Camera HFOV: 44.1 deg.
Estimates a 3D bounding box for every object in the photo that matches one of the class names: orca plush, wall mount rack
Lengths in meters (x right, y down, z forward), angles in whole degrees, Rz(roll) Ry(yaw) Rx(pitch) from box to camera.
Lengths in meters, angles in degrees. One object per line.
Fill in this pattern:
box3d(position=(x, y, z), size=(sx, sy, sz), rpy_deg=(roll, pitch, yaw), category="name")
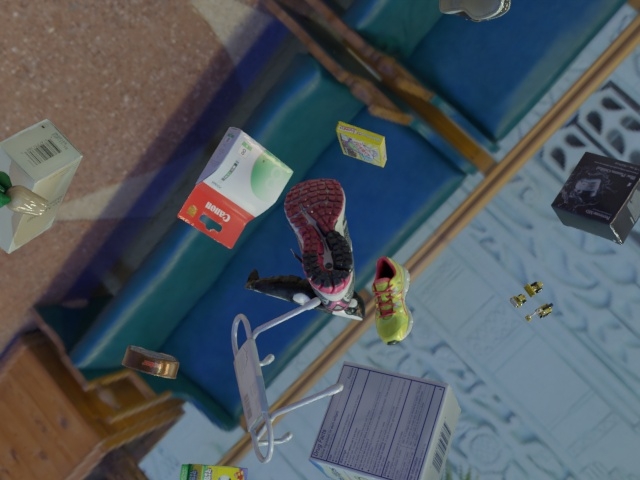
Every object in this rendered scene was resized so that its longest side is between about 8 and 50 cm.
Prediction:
box3d(position=(-0.026, 0.100, 1.850), size=(0.151, 0.287, 0.102), rpy_deg=(17, 89, -74), category="orca plush")
box3d(position=(-0.088, 0.294, 1.734), size=(0.130, 0.350, 0.304), rpy_deg=(1, 146, -27), category="wall mount rack")

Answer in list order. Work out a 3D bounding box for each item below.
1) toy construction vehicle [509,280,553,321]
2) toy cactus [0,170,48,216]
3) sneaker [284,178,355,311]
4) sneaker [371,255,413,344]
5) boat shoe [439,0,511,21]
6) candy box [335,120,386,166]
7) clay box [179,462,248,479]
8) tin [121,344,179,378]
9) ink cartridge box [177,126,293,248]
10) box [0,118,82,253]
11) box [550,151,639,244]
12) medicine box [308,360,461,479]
box3d(position=(0.503, 0.141, 1.862), size=(0.098, 0.086, 0.035), rpy_deg=(-20, 155, -24), category="toy construction vehicle")
box3d(position=(-0.594, -0.082, 1.439), size=(0.112, 0.180, 0.219), rpy_deg=(-65, -158, 5), category="toy cactus")
box3d(position=(0.000, 0.000, 1.519), size=(0.120, 0.299, 0.112), rpy_deg=(-10, 140, 4), category="sneaker")
box3d(position=(0.141, 0.124, 1.675), size=(0.081, 0.209, 0.094), rpy_deg=(-19, 137, 23), category="sneaker")
box3d(position=(0.332, -0.496, 1.638), size=(0.068, 0.228, 0.081), rpy_deg=(6, 105, -24), category="boat shoe")
box3d(position=(0.094, -0.212, 1.762), size=(0.206, 0.105, 0.027), rpy_deg=(50, 58, -80), category="candy box")
box3d(position=(-0.267, 0.621, 1.951), size=(0.053, 0.128, 0.222), rpy_deg=(-3, 163, 29), category="clay box")
box3d(position=(-0.331, 0.234, 1.538), size=(0.189, 0.106, 0.040), rpy_deg=(167, -64, -76), category="tin")
box3d(position=(-0.182, -0.105, 1.717), size=(0.181, 0.056, 0.225), rpy_deg=(35, 81, -44), category="ink cartridge box")
box3d(position=(-0.669, -0.118, 1.797), size=(0.148, 0.121, 0.311), rpy_deg=(-44, 178, -42), category="box")
box3d(position=(0.629, -0.096, 1.756), size=(0.158, 0.156, 0.093), rpy_deg=(-55, 133, -8), category="box")
box3d(position=(0.158, 0.464, 1.913), size=(0.264, 0.289, 0.149), rpy_deg=(-68, 150, -26), category="medicine box")
